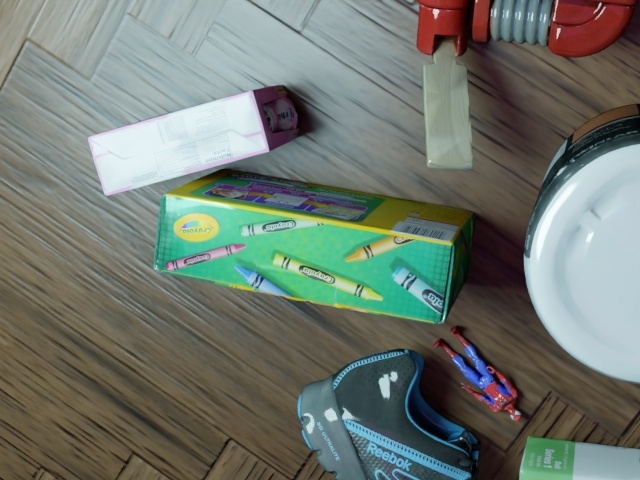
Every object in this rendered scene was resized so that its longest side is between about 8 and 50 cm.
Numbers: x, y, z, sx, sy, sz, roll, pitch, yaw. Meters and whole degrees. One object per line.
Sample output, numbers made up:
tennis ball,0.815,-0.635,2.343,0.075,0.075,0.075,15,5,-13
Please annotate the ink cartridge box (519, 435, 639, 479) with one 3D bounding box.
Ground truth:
ink cartridge box,0.306,0.293,1.177,0.219,0.092,0.160,4,103,13

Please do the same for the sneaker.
sneaker,0.115,0.270,1.204,0.139,0.125,0.341,-31,95,13

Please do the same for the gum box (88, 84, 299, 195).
gum box,-0.121,-0.104,1.191,0.188,0.107,0.062,-13,98,16

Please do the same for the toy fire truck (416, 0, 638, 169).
toy fire truck,0.175,-0.197,1.091,0.217,0.158,0.246,9,115,11

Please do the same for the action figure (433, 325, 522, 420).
action figure,0.165,0.140,1.215,0.038,0.030,0.115,-43,91,13

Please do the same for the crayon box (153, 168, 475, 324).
crayon box,0.000,0.000,1.153,0.278,0.165,0.081,10,103,12

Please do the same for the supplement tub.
supplement tub,0.277,-0.013,1.004,0.193,0.316,0.194,3,103,14
